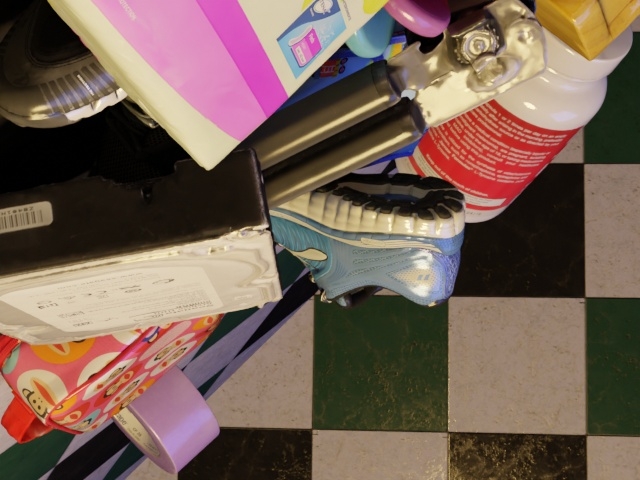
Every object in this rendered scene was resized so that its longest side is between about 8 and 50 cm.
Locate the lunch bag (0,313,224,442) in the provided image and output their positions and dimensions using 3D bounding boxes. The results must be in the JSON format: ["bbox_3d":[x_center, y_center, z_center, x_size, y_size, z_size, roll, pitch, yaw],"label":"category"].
[{"bbox_3d":[-0.228,0.114,1.142,0.258,0.120,0.293,-42,173,-14],"label":"lunch bag"}]

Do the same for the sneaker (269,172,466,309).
[{"bbox_3d":[0.000,0.000,1.130,0.130,0.330,0.147,-27,122,-43],"label":"sneaker"}]

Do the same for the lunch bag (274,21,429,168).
[{"bbox_3d":[-0.014,-0.144,0.986,0.293,0.138,0.221,-25,163,-31],"label":"lunch bag"}]

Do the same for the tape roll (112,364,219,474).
[{"bbox_3d":[-0.227,0.215,1.436,0.080,0.189,0.189,-41,172,-24],"label":"tape roll"}]

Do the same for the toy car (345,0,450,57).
[{"bbox_3d":[0.052,-0.213,0.797,0.182,0.136,0.159,-49,172,31],"label":"toy car"}]

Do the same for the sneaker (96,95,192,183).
[{"bbox_3d":[-0.120,-0.099,0.725,0.130,0.087,0.227,-22,161,-50],"label":"sneaker"}]

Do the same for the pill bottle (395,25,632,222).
[{"bbox_3d":[0.294,-0.220,1.679,0.229,0.229,0.407,-39,171,-37],"label":"pill bottle"}]

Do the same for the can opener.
[{"bbox_3d":[0.048,-0.118,0.875,0.283,0.076,0.095,-25,-146,16],"label":"can opener"}]

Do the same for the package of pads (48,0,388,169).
[{"bbox_3d":[-0.031,-0.182,0.427,0.229,0.101,0.296,-45,157,-4],"label":"package of pads"}]

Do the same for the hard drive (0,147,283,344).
[{"bbox_3d":[-0.151,0.021,0.839,0.237,0.064,0.339,-10,170,-3],"label":"hard drive"}]

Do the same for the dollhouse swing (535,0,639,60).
[{"bbox_3d":[0.239,-0.388,0.895,0.347,0.315,0.305,-47,138,9],"label":"dollhouse swing"}]

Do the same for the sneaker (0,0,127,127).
[{"bbox_3d":[-0.093,-0.158,0.588,0.234,0.078,0.106,-43,166,-20],"label":"sneaker"}]
